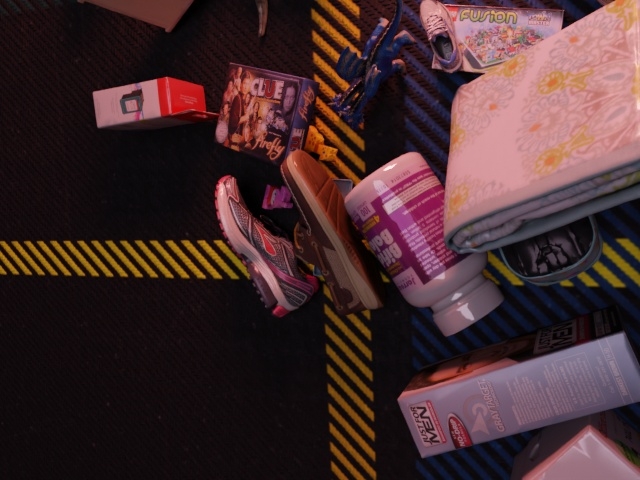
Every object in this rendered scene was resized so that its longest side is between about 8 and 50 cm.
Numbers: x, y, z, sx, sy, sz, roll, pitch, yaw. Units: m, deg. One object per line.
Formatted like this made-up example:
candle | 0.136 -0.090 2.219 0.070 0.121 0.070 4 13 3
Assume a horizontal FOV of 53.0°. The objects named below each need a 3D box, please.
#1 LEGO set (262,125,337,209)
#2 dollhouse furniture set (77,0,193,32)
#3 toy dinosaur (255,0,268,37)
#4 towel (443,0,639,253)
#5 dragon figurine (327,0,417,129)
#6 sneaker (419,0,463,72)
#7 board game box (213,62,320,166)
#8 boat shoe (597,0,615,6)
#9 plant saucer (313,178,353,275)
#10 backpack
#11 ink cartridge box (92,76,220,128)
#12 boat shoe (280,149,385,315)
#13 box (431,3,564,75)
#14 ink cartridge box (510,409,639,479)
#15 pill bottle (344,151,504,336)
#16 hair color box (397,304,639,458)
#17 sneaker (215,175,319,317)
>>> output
LEGO set | -0.027 -0.156 1.232 0.093 0.087 0.227 26 107 45
dollhouse furniture set | -0.354 -0.631 1.271 0.286 0.198 0.304 -34 61 41
toy dinosaur | -0.108 -0.539 1.225 0.118 0.064 0.268 -21 123 -5
towel | 0.346 -0.168 0.954 0.374 0.090 0.321 -23 43 44
dragon figurine | 0.087 -0.307 1.118 0.085 0.289 0.144 40 71 11
sneaker | 0.206 -0.357 1.100 0.052 0.058 0.135 -25 85 23
board game box | -0.110 -0.242 1.232 0.243 0.042 0.165 25 106 45
boat shoe | 0.406 -0.488 1.026 0.302 0.094 0.109 45 110 11
plant saucer | 0.023 -0.025 1.260 0.067 0.018 0.192 2 98 -13
backpack | 0.369 -0.021 1.059 0.165 0.144 0.189 -25 59 20
ink cartridge box | -0.330 -0.279 1.322 0.230 0.134 0.078 -5 94 21
boat shoe | 0.000 0.000 1.183 0.123 0.123 0.342 -21 117 20
box | 0.305 -0.344 1.114 0.206 0.036 0.114 10 100 20
ink cartridge box | 0.476 0.428 1.050 0.270 0.198 0.197 42 110 12
pill bottle | 0.186 0.010 1.132 0.169 0.169 0.302 -36 82 21
hair color box | 0.338 0.237 1.089 0.374 0.185 0.114 -24 88 22
sneaker | -0.114 0.001 1.285 0.112 0.121 0.299 -30 97 4
